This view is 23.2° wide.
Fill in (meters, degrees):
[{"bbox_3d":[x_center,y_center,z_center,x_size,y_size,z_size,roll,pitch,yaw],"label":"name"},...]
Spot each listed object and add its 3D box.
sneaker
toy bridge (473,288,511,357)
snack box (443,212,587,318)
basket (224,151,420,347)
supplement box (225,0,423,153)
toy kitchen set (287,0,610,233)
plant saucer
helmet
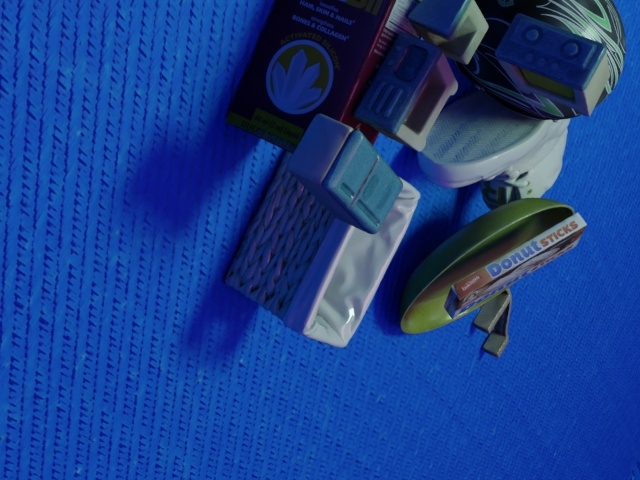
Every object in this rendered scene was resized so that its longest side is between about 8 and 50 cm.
[{"bbox_3d":[0.202,-0.087,1.738,0.292,0.108,0.169,-35,143,-42],"label":"sneaker"},{"bbox_3d":[0.227,0.091,2.044,0.063,0.026,0.188,-57,154,-16],"label":"toy bridge"},{"bbox_3d":[0.222,0.029,1.777,0.178,0.022,0.064,-29,162,-15],"label":"snack box"},{"bbox_3d":[0.000,0.000,1.441,0.167,0.103,0.113,-65,154,1],"label":"basket"},{"bbox_3d":[0.013,-0.160,1.313,0.081,0.104,0.188,14,101,-63],"label":"supplement box"},{"bbox_3d":[0.107,-0.095,1.236,0.207,0.166,0.122,-61,153,-6],"label":"toy kitchen set"},{"bbox_3d":[0.183,0.022,1.792,0.241,0.037,0.241,-30,161,-11],"label":"plant saucer"},{"bbox_3d":[0.236,-0.206,1.619,0.169,0.161,0.169,-47,153,-32],"label":"helmet"}]
